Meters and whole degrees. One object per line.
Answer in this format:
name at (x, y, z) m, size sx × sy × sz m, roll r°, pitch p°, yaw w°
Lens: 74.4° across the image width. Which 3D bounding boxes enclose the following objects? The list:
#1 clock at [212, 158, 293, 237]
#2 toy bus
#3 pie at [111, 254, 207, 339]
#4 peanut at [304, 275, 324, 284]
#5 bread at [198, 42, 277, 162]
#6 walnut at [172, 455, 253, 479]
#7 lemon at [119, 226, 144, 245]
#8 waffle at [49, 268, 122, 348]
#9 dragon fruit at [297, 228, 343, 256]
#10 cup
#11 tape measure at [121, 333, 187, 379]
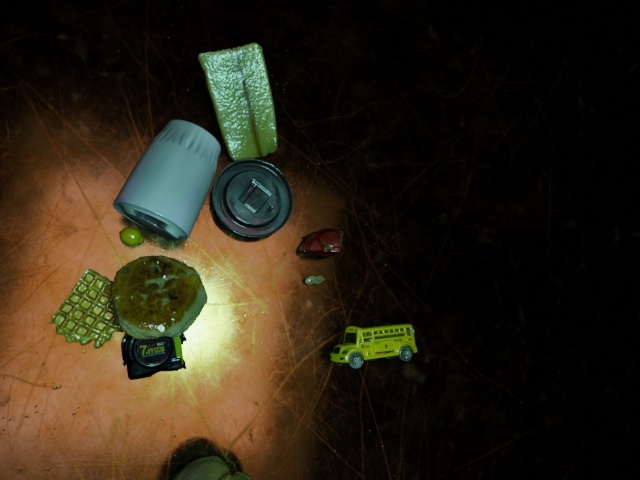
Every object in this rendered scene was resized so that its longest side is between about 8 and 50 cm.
clock at (-0.259, -0.158, 1.616) m, size 0.313 × 0.061 × 0.312 m, roll 4°, pitch 78°, yaw -21°
toy bus at (0.203, 0.405, 1.648) m, size 0.330 × 0.144 × 0.152 m, roll -1°, pitch 80°, yaw -23°
pie at (-0.519, 0.170, 1.358) m, size 0.315 × 0.092 × 0.315 m, roll 16°, pitch 45°, yaw -17°
peanut at (-0.022, 0.157, 1.666) m, size 0.083 × 0.037 × 0.037 m, roll 1°, pitch 80°, yaw -26°
bread at (-0.280, -0.495, 1.577) m, size 0.233 × 0.245 × 0.361 m, roll -17°, pitch 90°, yaw -10°
walnut at (-0.351, 0.856, 1.270) m, size 0.306 × 0.306 × 0.343 m, roll 36°, pitch 66°, yaw -12°
lemon at (-0.644, -0.014, 1.437) m, size 0.083 × 0.062 × 0.062 m, roll 23°, pitch 72°, yaw -16°
waffle at (-0.711, 0.238, 1.357) m, size 0.219 × 0.057 × 0.229 m, roll 29°, pitch 72°, yaw -8°
dragon fruit at (0.001, -0.001, 1.661) m, size 0.161 × 0.120 × 0.127 m, roll 6°, pitch 72°, yaw -16°
cup at (-0.505, -0.201, 1.431) m, size 0.253 × 0.253 × 0.371 m, roll 25°, pitch 69°, yaw -16°
tape measure at (-0.542, 0.344, 1.378) m, size 0.199 × 0.112 × 0.186 m, roll -6°, pitch 96°, yaw -27°
